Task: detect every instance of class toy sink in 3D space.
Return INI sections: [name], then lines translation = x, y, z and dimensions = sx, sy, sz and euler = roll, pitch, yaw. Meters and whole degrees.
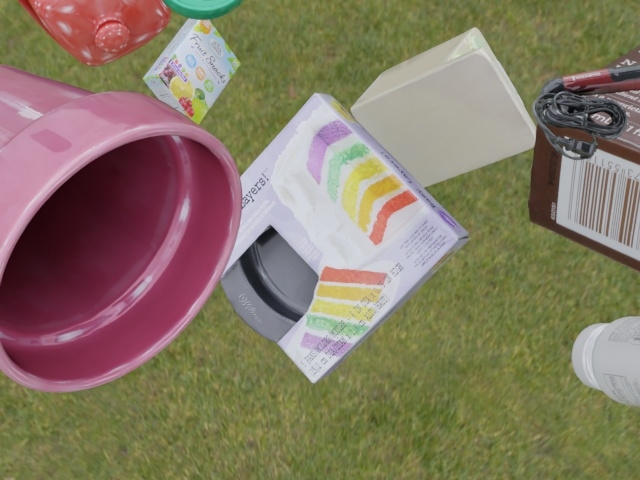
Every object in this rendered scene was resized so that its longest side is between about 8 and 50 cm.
[toy sink]
translation = 0.189, -0.189, 1.371
dimensions = 0.153, 0.234, 0.131
euler = 54, 45, -16

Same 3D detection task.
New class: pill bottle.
[pill bottle]
translation = 0.467, 0.175, 1.417
dimensions = 0.131, 0.229, 0.131
euler = 1, 88, -19

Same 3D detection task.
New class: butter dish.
[butter dish]
translation = -0.219, -0.237, 0.997
dimensions = 0.160, 0.160, 0.118
euler = -26, 55, 8

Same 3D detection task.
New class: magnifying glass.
[magnifying glass]
translation = -0.079, -0.307, 0.948
dimensions = 0.092, 0.026, 0.231
euler = 28, 72, 3

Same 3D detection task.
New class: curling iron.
[curling iron]
translation = 0.297, -0.120, 0.774
dimensions = 0.274, 0.035, 0.068
euler = -14, 91, -3

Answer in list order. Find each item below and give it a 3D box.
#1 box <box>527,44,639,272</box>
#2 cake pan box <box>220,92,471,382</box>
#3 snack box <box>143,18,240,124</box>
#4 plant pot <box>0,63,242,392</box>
[box]
translation = 0.399, -0.116, 0.974
dimensions = 0.381, 0.143, 0.191
euler = -31, 44, -33
[cake pan box]
translation = 0.000, 0.000, 1.185
dimensions = 0.267, 0.070, 0.246
euler = -45, 77, 18
[snack box]
translation = -0.186, -0.249, 1.451
dimensions = 0.037, 0.100, 0.141
euler = -3, 46, 39
[plant pot]
translation = -0.186, -0.026, 0.676
dimensions = 0.180, 0.201, 0.201
euler = 33, 68, 30
